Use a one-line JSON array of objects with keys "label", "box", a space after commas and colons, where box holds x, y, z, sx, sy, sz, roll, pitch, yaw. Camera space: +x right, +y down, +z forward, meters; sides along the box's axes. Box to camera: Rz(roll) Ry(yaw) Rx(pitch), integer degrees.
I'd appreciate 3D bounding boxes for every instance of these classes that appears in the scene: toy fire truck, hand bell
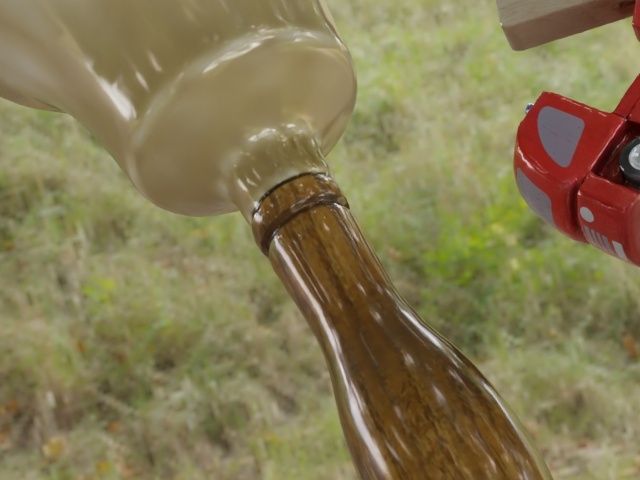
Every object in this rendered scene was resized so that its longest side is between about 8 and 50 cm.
[{"label": "toy fire truck", "box": [0.116, -0.093, 0.601, 0.135, 0.047, 0.192, 27, 74, 34]}, {"label": "hand bell", "box": [0.000, 0.000, 0.390, 0.126, 0.242, 0.126, -22, -33, -16]}]
